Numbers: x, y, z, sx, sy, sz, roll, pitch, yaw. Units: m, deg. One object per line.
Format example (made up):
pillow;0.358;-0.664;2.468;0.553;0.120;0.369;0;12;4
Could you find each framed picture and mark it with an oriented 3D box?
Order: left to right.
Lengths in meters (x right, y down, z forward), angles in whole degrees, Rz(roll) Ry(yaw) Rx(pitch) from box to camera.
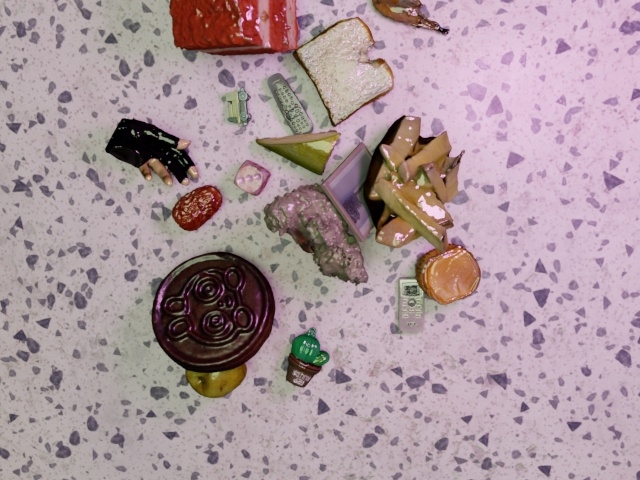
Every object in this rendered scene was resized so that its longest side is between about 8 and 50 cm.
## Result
framed picture;0.125;-0.154;1.640;0.016;0.289;0.213;-24;108;41

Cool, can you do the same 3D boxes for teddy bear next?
teddy bear;0.000;0.000;1.644;0.225;0.357;0.367;-32;95;-2

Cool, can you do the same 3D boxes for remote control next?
remote control;-0.098;-0.436;1.737;0.072;0.042;0.221;-29;96;10
remote control;0.306;0.218;1.804;0.088;0.029;0.189;0;99;5

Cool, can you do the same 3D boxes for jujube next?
jujube;-0.407;-0.111;1.786;0.176;0.109;0.112;-39;130;1

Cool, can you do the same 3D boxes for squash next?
squash;-0.084;-0.317;1.701;0.252;0.093;0.169;27;125;0

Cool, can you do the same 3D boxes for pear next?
pear;-0.351;0.432;1.807;0.200;0.200;0.199;1;98;5

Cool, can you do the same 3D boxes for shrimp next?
shrimp;0.287;-0.722;1.650;0.262;0.066;0.117;20;100;0

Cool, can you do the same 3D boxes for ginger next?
ginger;0.326;-0.161;1.592;0.359;0.211;0.413;13;84;-29

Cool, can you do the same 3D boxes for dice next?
dice;-0.223;-0.205;1.756;0.093;0.094;0.091;30;99;-1

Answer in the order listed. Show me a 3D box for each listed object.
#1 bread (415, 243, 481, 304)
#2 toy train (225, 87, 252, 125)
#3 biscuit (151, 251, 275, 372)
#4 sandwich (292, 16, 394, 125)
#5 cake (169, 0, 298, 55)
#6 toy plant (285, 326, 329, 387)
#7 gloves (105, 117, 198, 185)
bread;0.407;0.104;1.735;0.199;0.104;0.199;-1;96;-5
toy train;-0.266;-0.434;1.750;0.081;0.050;0.122;-1;99;10
biscuit;-0.351;0.224;1.744;0.408;0.091;0.407;-1;69;4
sandwich;0.080;-0.536;1.680;0.249;0.095;0.273;-29;96;9
cake;-0.234;-0.681;1.548;0.270;0.320;0.269;7;105;28
toy plant;-0.042;0.398;1.828;0.143;0.105;0.200;25;88;-7
gloves;-0.532;-0.288;1.745;0.301;0.152;0.197;39;121;-8
